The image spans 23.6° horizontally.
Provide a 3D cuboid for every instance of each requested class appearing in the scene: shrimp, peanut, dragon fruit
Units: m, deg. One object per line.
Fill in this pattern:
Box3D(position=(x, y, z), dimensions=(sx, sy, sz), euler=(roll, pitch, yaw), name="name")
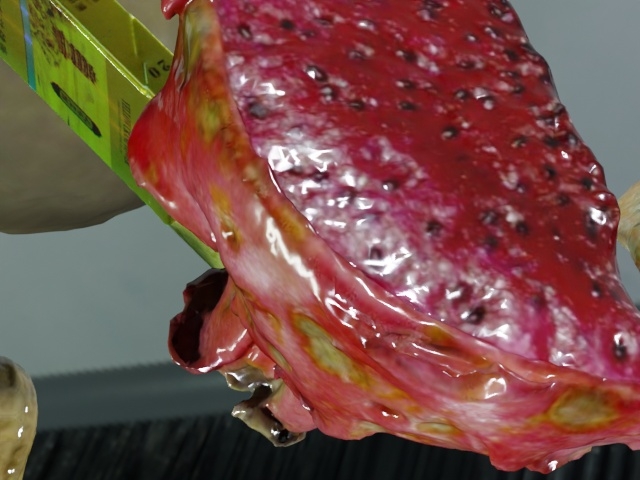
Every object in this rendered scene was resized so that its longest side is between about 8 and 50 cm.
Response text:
Box3D(position=(0.456, -0.017, 1.905), dimensions=(0.169, 0.296, 0.058), euler=(-33, 117, 11), name="shrimp")
Box3D(position=(-0.323, 0.206, 1.442), dimensions=(0.095, 0.108, 0.226), euler=(8, 114, -17), name="peanut")
Box3D(position=(0.000, 0.000, 0.556), dimensions=(0.134, 0.262, 0.211), euler=(-9, 145, -21), name="dragon fruit")

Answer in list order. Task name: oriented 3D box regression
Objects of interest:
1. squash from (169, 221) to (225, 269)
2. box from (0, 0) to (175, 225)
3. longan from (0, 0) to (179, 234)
Box3D(position=(-0.085, -0.030, 1.457), dimensions=(0.287, 0.137, 0.137), euler=(41, 133, -20), name="squash")
Box3D(position=(-0.136, -0.106, 0.836), dimensions=(0.193, 0.030, 0.121), euler=(44, 157, 15), name="box")
Box3D(position=(-0.226, -0.213, 1.273), dimensions=(0.404, 0.435, 0.404), euler=(4, 144, 3), name="longan")
